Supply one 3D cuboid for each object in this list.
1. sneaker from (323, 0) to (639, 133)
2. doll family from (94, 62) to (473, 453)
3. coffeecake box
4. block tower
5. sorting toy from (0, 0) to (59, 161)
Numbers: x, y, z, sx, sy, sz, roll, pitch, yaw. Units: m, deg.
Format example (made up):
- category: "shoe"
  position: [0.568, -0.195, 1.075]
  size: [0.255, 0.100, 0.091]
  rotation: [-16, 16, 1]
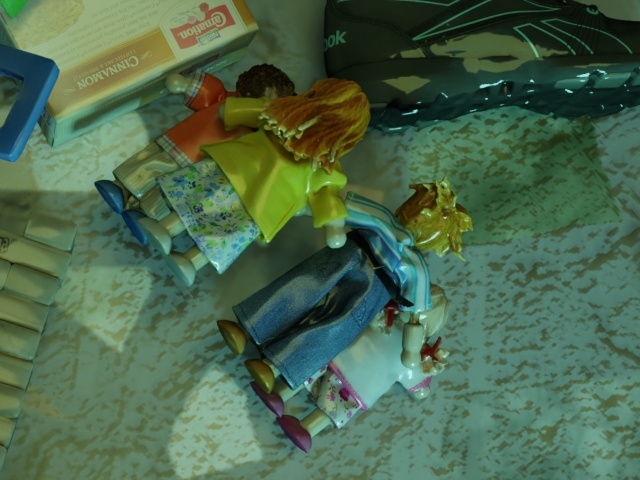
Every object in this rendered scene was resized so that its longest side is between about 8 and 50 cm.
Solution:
- category: "sneaker"
  position: [0.130, -0.136, 1.057]
  size: [0.267, 0.101, 0.106]
  rotation: [-4, 77, -13]
- category: "doll family"
  position: [0.000, 0.000, 0.972]
  size: [0.163, 0.118, 0.263]
  rotation: [-39, 101, -12]
- category: "coffeecake box"
  position: [-0.147, -0.175, 1.020]
  size: [0.142, 0.068, 0.185]
  rotation: [-27, 85, -16]
- category: "block tower"
  position: [-0.233, 0.142, 0.926]
  size: [0.097, 0.091, 0.335]
  rotation: [19, 75, -9]
- category: "sorting toy"
  position: [-0.314, -0.113, 0.955]
  size: [0.348, 0.047, 0.196]
  rotation: [4, 70, 9]
